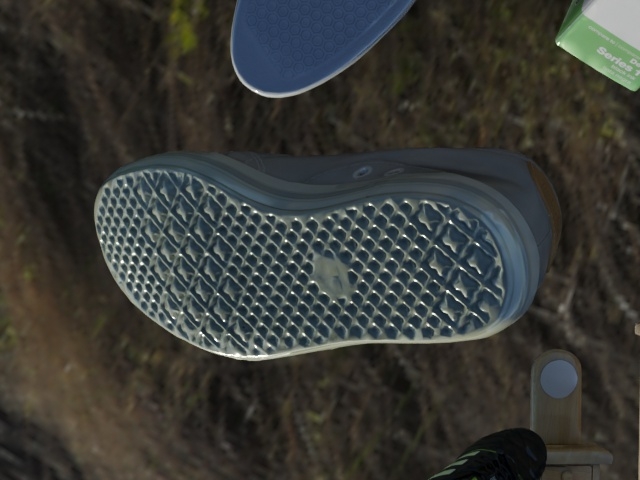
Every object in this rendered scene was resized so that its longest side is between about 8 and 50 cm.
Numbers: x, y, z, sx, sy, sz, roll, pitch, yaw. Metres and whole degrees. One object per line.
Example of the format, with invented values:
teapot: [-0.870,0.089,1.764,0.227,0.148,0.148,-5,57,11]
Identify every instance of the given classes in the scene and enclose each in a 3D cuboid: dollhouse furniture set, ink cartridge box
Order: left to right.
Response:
ink cartridge box: [0.308,-0.253,1.491,0.093,0.160,0.219,32,147,-7]
dollhouse furniture set: [0.338,0.164,1.414,0.303,0.355,0.173,0,92,-6]

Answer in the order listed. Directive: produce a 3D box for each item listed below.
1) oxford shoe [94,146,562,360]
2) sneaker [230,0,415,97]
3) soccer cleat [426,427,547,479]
oxford shoe: [0.000,0.000,1.355,0.449,0.130,0.169,0,111,42]
sneaker: [0.048,-0.207,1.164,0.104,0.295,0.147,32,176,9]
soccer cleat: [0.110,0.187,1.299,0.060,0.179,0.072,60,147,6]
